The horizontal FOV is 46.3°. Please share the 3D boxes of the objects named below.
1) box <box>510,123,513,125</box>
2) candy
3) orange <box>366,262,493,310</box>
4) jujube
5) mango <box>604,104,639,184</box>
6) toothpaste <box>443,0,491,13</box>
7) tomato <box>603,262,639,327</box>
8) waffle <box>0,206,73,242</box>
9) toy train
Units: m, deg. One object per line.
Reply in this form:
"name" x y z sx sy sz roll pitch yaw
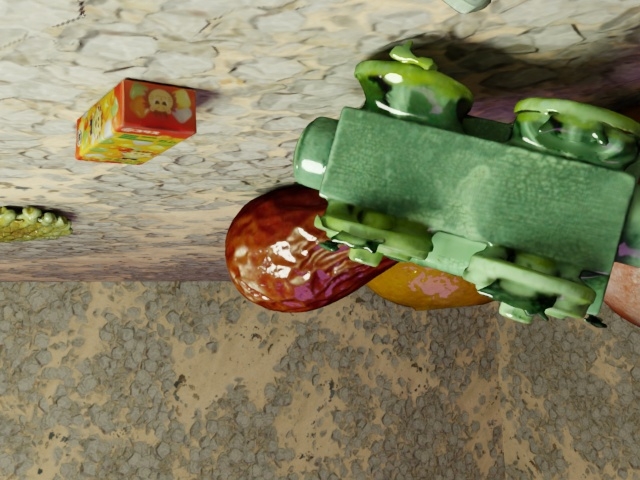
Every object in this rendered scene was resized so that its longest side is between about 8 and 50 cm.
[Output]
"box" 0.189 -0.101 0.773 0.058 0.015 0.093 -8 172 26
"candy" -0.154 -0.093 0.613 0.062 0.038 0.122 2 172 -34
"orange" 0.192 0.015 1.203 0.334 0.196 0.262 -7 -170 -30
"jujube" 0.000 0.000 0.998 0.255 0.190 0.190 -22 168 16
"mango" 0.328 -0.058 0.690 0.236 0.136 0.166 -7 170 -12
"toothpaste" 0.098 -0.144 0.262 0.069 0.047 0.268 -13 -178 -23
"tomato" 0.438 0.008 0.877 0.270 0.227 0.270 8 176 1
"waffle" -0.465 -0.021 1.127 0.169 0.036 0.183 -4 174 1
"toy train" 0.117 -0.034 0.564 0.271 0.159 0.188 16 -179 16
